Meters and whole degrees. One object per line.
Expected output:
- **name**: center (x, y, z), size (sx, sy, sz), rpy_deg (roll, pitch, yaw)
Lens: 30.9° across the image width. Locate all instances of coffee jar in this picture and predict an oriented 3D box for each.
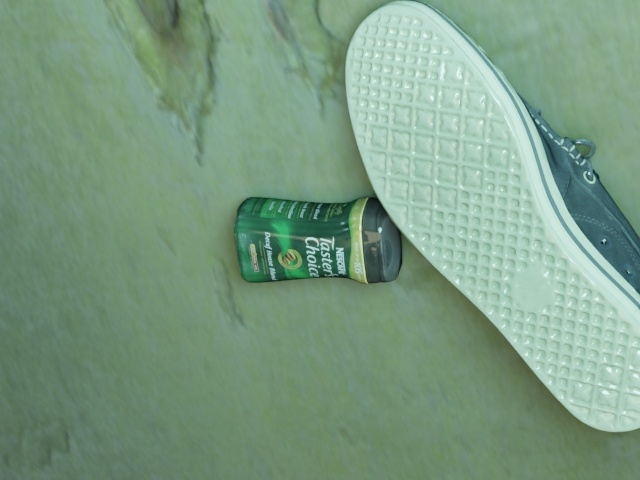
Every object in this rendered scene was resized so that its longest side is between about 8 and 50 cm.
- **coffee jar**: center (0.000, 0.000, 1.309), size (0.184, 0.079, 0.096), rpy_deg (0, 117, 14)

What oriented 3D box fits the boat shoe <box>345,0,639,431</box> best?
- **boat shoe**: center (0.204, -0.032, 1.204), size (0.186, 0.156, 0.500), rpy_deg (-37, 92, 33)
